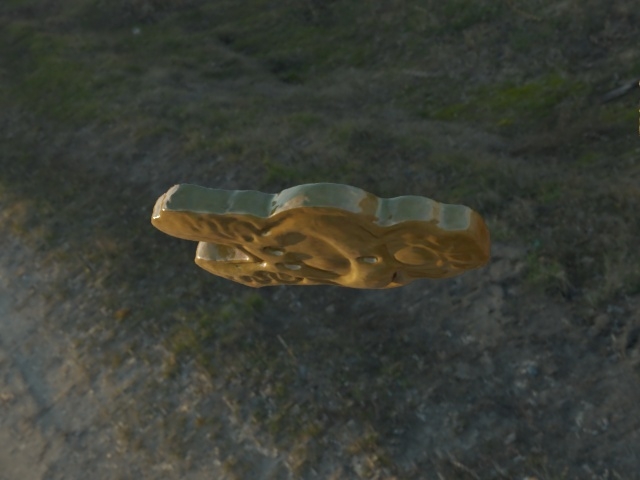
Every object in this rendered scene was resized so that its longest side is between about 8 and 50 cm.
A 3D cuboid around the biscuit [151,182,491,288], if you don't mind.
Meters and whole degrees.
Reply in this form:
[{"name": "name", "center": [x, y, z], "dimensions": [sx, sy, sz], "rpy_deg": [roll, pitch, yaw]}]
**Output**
[{"name": "biscuit", "center": [0.002, 0.001, 0.693], "dimensions": [0.236, 0.144, 0.040], "rpy_deg": [2, 71, 23]}]
